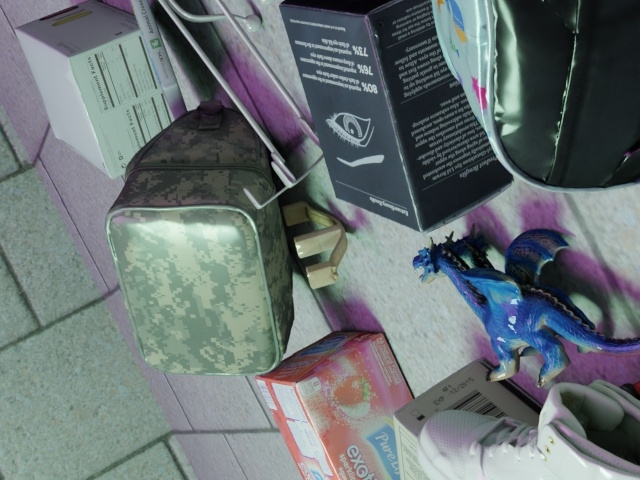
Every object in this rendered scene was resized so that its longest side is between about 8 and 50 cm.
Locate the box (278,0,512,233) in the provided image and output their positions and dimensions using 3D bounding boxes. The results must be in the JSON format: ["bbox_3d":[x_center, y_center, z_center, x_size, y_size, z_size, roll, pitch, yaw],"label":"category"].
[{"bbox_3d":[0.067,-0.131,0.978,0.153,0.108,0.207,27,139,55],"label":"box"}]

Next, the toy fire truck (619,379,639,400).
[{"bbox_3d":[0.288,0.194,0.947,0.135,0.047,0.192,56,156,15],"label":"toy fire truck"}]

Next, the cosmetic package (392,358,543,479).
[{"bbox_3d":[0.181,0.298,1.196,0.153,0.129,0.296,39,148,41],"label":"cosmetic package"}]

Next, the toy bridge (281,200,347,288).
[{"bbox_3d":[0.000,0.000,1.325,0.188,0.063,0.026,-115,10,-60],"label":"toy bridge"}]

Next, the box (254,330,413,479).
[{"bbox_3d":[0.056,0.281,1.433,0.300,0.142,0.154,65,158,-7],"label":"box"}]

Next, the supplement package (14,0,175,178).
[{"bbox_3d":[-0.346,-0.246,1.712,0.262,0.145,0.204,31,142,52],"label":"supplement package"}]

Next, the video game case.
[{"bbox_3d":[-0.223,-0.262,1.466,0.212,0.023,0.193,99,150,-80],"label":"video game case"}]

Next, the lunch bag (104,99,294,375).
[{"bbox_3d":[-0.140,0.000,1.449,0.256,0.212,0.305,-75,-19,-50],"label":"lunch bag"}]

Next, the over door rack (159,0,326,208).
[{"bbox_3d":[-0.078,-0.207,1.161,0.324,0.108,0.239,65,169,0],"label":"over door rack"}]

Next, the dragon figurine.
[{"bbox_3d":[0.180,0.046,0.963,0.144,0.085,0.289,64,159,-6],"label":"dragon figurine"}]

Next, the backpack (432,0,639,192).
[{"bbox_3d":[0.165,-0.158,0.584,0.191,0.225,0.253,-109,6,-52],"label":"backpack"}]

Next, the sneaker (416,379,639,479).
[{"bbox_3d":[0.196,0.173,0.934,0.292,0.108,0.169,21,133,42],"label":"sneaker"}]
